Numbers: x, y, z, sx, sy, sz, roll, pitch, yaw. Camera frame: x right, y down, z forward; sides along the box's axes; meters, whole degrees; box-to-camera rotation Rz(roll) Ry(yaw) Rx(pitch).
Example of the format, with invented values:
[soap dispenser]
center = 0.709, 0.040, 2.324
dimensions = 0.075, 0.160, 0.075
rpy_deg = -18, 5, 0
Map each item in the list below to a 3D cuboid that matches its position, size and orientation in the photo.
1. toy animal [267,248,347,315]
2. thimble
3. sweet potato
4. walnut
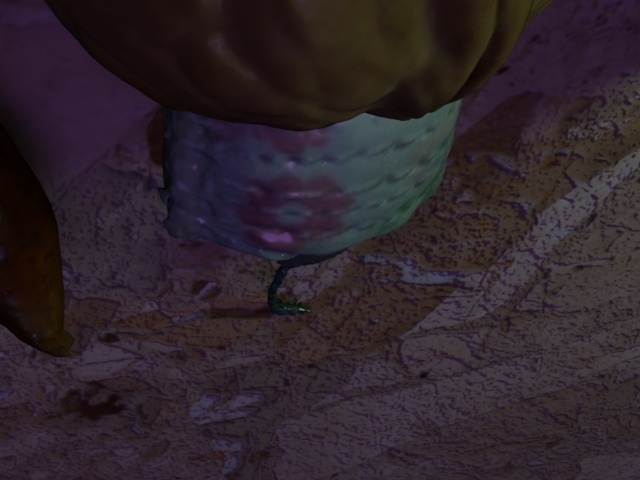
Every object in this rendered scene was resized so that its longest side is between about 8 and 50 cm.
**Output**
[toy animal]
center = -0.008, 0.005, 0.891
dimensions = 0.079, 0.070, 0.253
rpy_deg = 17, 137, -11
[thimble]
center = -0.012, -0.091, 0.659
dimensions = 0.211, 0.185, 0.149
rpy_deg = -38, 154, -34
[sweet potato]
center = -0.261, -0.050, 0.708
dimensions = 0.112, 0.112, 0.359
rpy_deg = -23, 123, 10
[walnut]
center = -0.016, -0.194, 0.459
dimensions = 0.252, 0.277, 0.313
rpy_deg = -18, 108, 32
